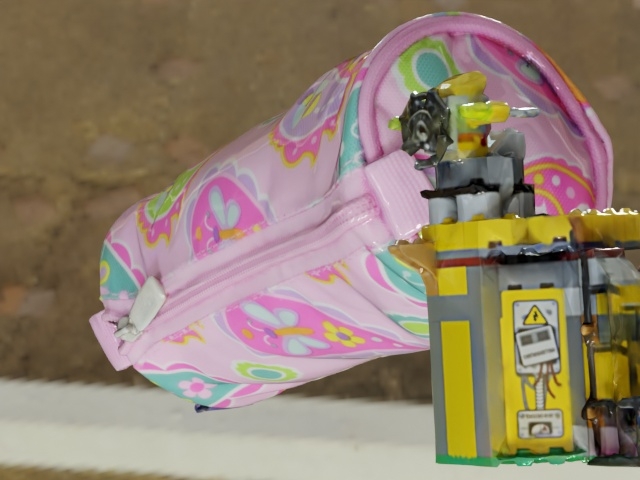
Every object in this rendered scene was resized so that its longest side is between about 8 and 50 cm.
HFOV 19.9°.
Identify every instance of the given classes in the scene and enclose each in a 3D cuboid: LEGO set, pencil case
[{"bbox_3d":[0.174,-0.045,0.450,0.255,0.192,0.331,-3,178,-27],"label":"LEGO set"},{"bbox_3d":[0.000,0.000,0.781,0.124,0.124,0.284,-36,-174,-32],"label":"pencil case"}]
